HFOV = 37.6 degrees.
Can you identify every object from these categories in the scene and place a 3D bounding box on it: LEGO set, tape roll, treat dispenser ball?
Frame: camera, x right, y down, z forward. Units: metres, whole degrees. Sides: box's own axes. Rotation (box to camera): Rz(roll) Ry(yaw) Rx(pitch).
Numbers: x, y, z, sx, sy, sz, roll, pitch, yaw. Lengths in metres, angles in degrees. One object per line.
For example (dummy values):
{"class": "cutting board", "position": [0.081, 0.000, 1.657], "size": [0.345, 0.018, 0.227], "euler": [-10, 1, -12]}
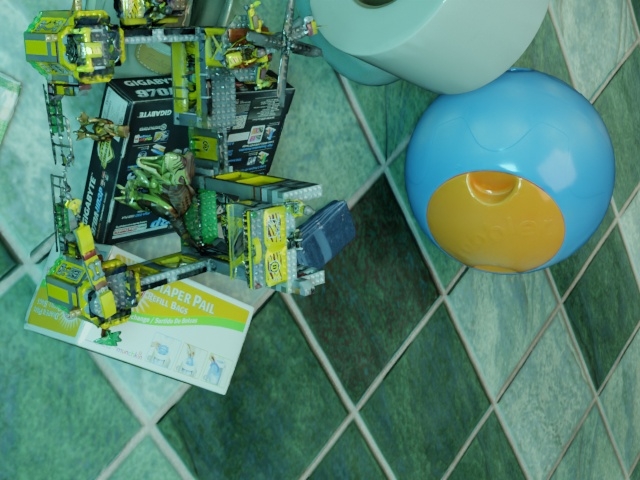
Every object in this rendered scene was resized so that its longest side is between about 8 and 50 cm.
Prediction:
{"class": "LEGO set", "position": [-0.113, -0.066, 0.833], "size": [0.255, 0.192, 0.332], "euler": [-5, 103, -45]}
{"class": "tape roll", "position": [0.129, -0.313, 1.126], "size": [0.169, 0.246, 0.246], "euler": [15, 84, -45]}
{"class": "treat dispenser ball", "position": [0.261, -0.096, 1.313], "size": [0.288, 0.288, 0.288], "euler": [-7, 100, -45]}

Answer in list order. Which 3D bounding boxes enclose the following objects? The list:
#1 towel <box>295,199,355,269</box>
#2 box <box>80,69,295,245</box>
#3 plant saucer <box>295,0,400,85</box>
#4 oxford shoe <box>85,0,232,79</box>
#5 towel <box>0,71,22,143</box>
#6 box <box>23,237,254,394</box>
{"class": "towel", "position": [0.000, 0.000, 1.244], "size": [0.119, 0.029, 0.067], "euler": [-41, 122, -35]}
{"class": "box", "position": [-0.142, -0.093, 1.021], "size": [0.220, 0.051, 0.175], "euler": [-14, 135, -43]}
{"class": "plant saucer", "position": [0.086, -0.371, 1.279], "size": [0.317, 0.043, 0.318], "euler": [-7, 100, -45]}
{"class": "oxford shoe", "position": [-0.150, -0.376, 0.981], "size": [0.169, 0.130, 0.450], "euler": [6, 90, -44]}
{"class": "towel", "position": [-0.356, -0.101, 0.884], "size": [0.113, 0.023, 0.152], "euler": [25, 79, -42]}
{"class": "box", "position": [-0.190, 0.082, 1.004], "size": [0.203, 0.114, 0.103], "euler": [28, 75, -42]}
